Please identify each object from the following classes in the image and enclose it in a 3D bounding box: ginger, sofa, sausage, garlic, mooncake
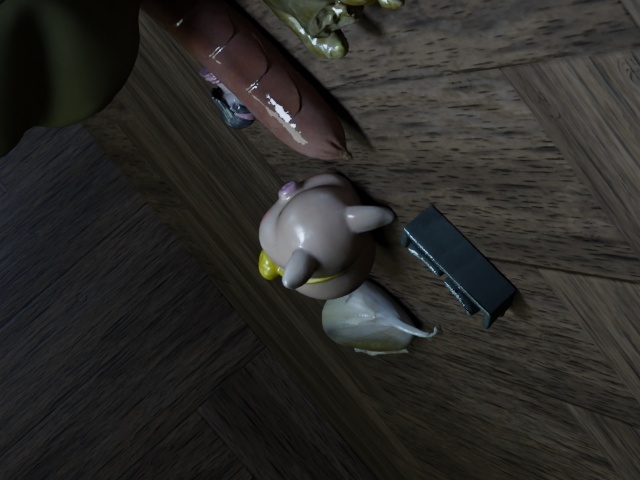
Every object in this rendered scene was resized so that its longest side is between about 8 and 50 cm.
[{"bbox_3d":[-0.012,-0.243,1.295,0.166,0.080,0.333,62,164,-8],"label":"ginger"},{"bbox_3d":[0.156,0.038,1.652,0.147,0.060,0.085,46,169,13],"label":"sofa"},{"bbox_3d":[-0.118,-0.240,1.699,0.433,0.088,0.088,44,168,18],"label":"sausage"},{"bbox_3d":[0.081,0.119,2.145,0.266,0.148,0.128,163,102,-82],"label":"garlic"},{"bbox_3d":[-0.376,-0.318,1.521,0.262,0.467,0.467,25,156,41],"label":"mooncake"}]

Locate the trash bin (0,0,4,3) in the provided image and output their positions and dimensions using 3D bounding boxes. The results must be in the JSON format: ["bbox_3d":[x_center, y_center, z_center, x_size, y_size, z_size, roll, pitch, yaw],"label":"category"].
[{"bbox_3d":[-0.305,-0.341,1.173,0.280,0.432,0.280,47,170,11],"label":"trash bin"}]

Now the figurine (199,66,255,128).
[{"bbox_3d":[-0.129,-0.209,1.921,0.129,0.054,0.072,56,-173,-26],"label":"figurine"}]

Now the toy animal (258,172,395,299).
[{"bbox_3d":[-0.001,0.003,1.895,0.149,0.165,0.248,41,174,10],"label":"toy animal"}]
